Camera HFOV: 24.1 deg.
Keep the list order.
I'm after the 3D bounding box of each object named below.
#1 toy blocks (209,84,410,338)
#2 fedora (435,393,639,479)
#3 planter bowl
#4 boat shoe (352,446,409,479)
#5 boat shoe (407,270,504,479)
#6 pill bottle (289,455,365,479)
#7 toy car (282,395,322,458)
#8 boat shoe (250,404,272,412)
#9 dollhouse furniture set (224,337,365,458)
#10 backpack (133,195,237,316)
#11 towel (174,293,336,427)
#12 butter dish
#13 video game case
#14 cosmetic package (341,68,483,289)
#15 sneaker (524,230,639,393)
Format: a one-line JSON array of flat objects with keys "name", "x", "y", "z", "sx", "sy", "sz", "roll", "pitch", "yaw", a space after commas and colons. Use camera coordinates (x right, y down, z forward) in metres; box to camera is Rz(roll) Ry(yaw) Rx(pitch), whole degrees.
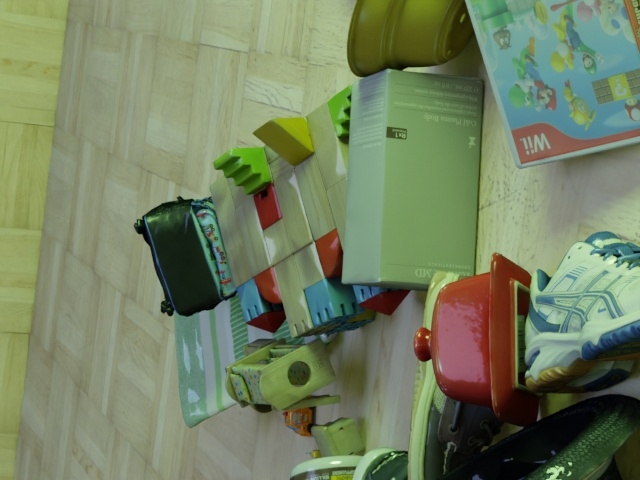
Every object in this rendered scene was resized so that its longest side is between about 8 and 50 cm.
[{"name": "toy blocks", "x": 0.000, "y": 0.000, "z": 1.871, "sx": 0.381, "sy": 0.191, "sz": 0.261, "roll": -30, "pitch": 71, "yaw": 51}, {"name": "fedora", "x": 0.184, "y": 0.273, "z": 1.344, "sx": 0.152, "sy": 0.334, "sz": 0.334, "roll": 57, "pitch": 150, "yaw": 2}, {"name": "planter bowl", "x": 0.124, "y": -0.260, "z": 1.653, "sx": 0.090, "sy": 0.217, "sz": 0.217, "roll": 29, "pitch": 120, "yaw": 19}, {"name": "boat shoe", "x": 0.078, "y": 0.384, "z": 1.661, "sx": 0.091, "sy": 0.114, "sz": 0.302, "roll": 6, "pitch": 98, "yaw": 63}, {"name": "boat shoe", "x": 0.148, "y": 0.174, "z": 1.563, "sx": 0.103, "sy": 0.092, "sz": 0.285, "roll": 30, "pitch": -117, "yaw": -71}, {"name": "pill bottle", "x": 0.027, "y": 0.369, "z": 1.775, "sx": 0.117, "sy": 0.117, "sz": 0.215, "roll": 140, "pitch": 130, "yaw": -58}, {"name": "toy car", "x": -0.017, "y": 0.246, "z": 1.995, "sx": 0.122, "sy": 0.040, "sz": 0.060, "roll": -148, "pitch": 66, "yaw": -64}, {"name": "boat shoe", "x": -0.085, "y": 0.169, "z": 2.151, "sx": 0.048, "sy": 0.056, "sz": 0.153, "roll": 14, "pitch": 105, "yaw": 62}, {"name": "dollhouse furniture set", "x": -0.052, "y": 0.218, "z": 1.922, "sx": 0.182, "sy": 0.101, "sz": 0.161, "roll": -8, "pitch": 106, "yaw": 63}, {"name": "backpack", "x": -0.174, "y": 0.013, "z": 2.079, "sx": 0.173, "sy": 0.117, "sz": 0.158, "roll": -71, "pitch": -36, "yaw": -81}, {"name": "towel", "x": -0.101, "y": 0.093, "z": 2.103, "sx": 0.325, "sy": 0.038, "sz": 0.248, "roll": -31, "pitch": 57, "yaw": 39}, {"name": "butter dish", "x": 0.149, "y": 0.101, "z": 1.472, "sx": 0.118, "sy": 0.160, "sz": 0.160, "roll": -3, "pitch": 78, "yaw": 22}, {"name": "video game case", "x": 0.215, "y": -0.219, "z": 1.407, "sx": 0.204, "sy": 0.025, "sz": 0.285, "roll": -11, "pitch": 98, "yaw": 56}, {"name": "cosmetic package", "x": 0.102, "y": -0.062, "z": 1.677, "sx": 0.107, "sy": 0.127, "sz": 0.238, "roll": 167, "pitch": 104, "yaw": -65}, {"name": "sneaker", "x": 0.260, "y": 0.045, "z": 1.315, "sx": 0.296, "sy": 0.112, "sz": 0.131, "roll": 146, "pitch": 126, "yaw": -60}]
